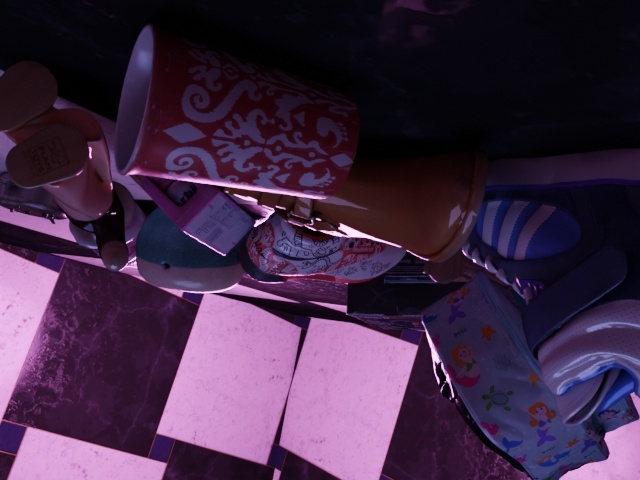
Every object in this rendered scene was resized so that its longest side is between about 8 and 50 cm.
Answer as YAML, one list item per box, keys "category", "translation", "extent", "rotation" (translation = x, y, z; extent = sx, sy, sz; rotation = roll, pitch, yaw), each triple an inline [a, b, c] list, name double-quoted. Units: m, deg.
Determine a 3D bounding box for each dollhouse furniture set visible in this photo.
- category: "dollhouse furniture set"
  translation: [0.131, 0.006, 1.025]
  extent: [0.182, 0.101, 0.161]
  rotation: [18, 168, -40]

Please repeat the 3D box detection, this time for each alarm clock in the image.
- category: "alarm clock"
  translation: [-0.499, -0.078, 1.388]
  extent: [0.129, 0.064, 0.192]
  rotation: [8, 168, 16]

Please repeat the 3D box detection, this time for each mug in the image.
- category: "mug"
  translation: [-0.067, -0.106, 0.647]
  extent: [0.169, 0.150, 0.113]
  rotation: [10, 136, -24]

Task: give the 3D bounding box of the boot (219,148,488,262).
- category: "boot"
  translation: [0.021, -0.061, 0.803]
  extent: [0.220, 0.109, 0.283]
  rotation: [17, 177, -16]

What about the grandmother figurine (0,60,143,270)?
- category: "grandmother figurine"
  translation: [-0.259, -0.058, 0.894]
  extent: [0.104, 0.207, 0.342]
  rotation: [-19, 170, -6]

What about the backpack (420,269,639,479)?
- category: "backpack"
  translation: [0.234, 0.149, 0.937]
  extent: [0.191, 0.225, 0.253]
  rotation: [-38, 137, 16]

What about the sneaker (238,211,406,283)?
- category: "sneaker"
  translation: [0.039, -0.009, 1.069]
  extent: [0.270, 0.090, 0.145]
  rotation: [-4, 156, -33]

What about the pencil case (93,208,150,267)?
- category: "pencil case"
  translation: [-0.321, 0.015, 1.565]
  extent: [0.124, 0.124, 0.284]
  rotation: [8, 170, 18]

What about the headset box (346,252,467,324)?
- category: "headset box"
  translation: [0.177, 0.091, 1.410]
  extent: [0.218, 0.110, 0.293]
  rotation: [-1, 169, 16]

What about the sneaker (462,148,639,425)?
- category: "sneaker"
  translation: [0.208, 0.049, 0.772]
  extent: [0.130, 0.236, 0.323]
  rotation: [16, 169, -30]

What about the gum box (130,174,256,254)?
- category: "gum box"
  translation: [-0.152, -0.053, 0.960]
  extent: [0.107, 0.062, 0.188]
  rotation: [44, 178, 13]

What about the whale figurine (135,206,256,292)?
- category: "whale figurine"
  translation: [-0.185, -0.009, 1.323]
  extent: [0.216, 0.141, 0.272]
  rotation: [8, -165, 19]
